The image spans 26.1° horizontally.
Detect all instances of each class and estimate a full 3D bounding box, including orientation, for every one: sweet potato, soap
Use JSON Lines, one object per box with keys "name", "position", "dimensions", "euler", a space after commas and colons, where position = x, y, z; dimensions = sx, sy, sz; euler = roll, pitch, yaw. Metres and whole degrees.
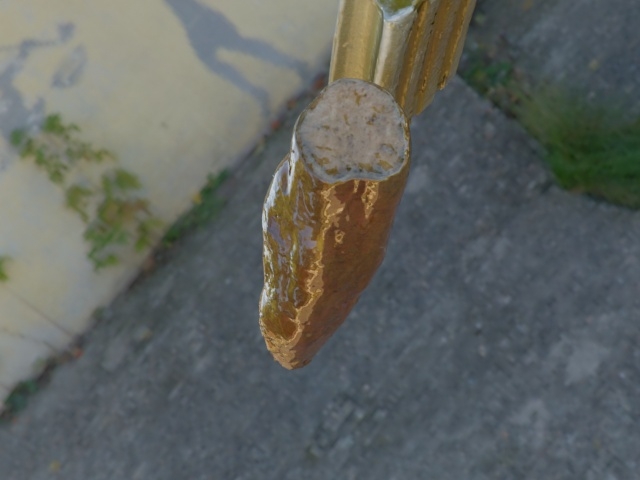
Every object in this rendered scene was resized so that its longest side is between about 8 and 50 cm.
{"name": "sweet potato", "position": [0.000, 0.000, 1.014], "dimensions": [0.097, 0.097, 0.252], "euler": [-86, 12, -54]}
{"name": "soap", "position": [0.087, -0.217, 1.437], "dimensions": [0.173, 0.089, 0.274], "euler": [-47, -15, -23]}
